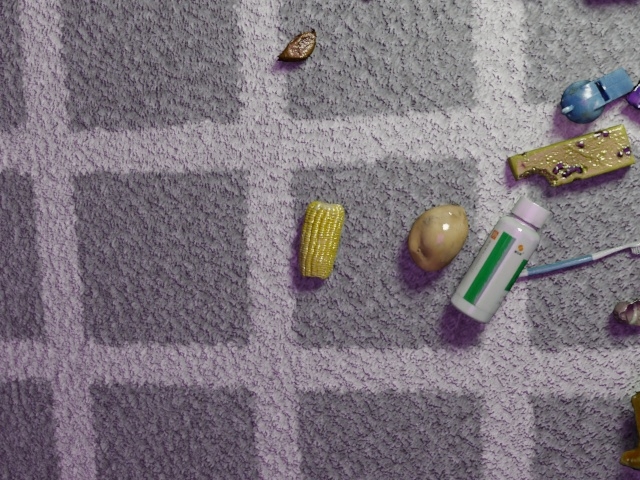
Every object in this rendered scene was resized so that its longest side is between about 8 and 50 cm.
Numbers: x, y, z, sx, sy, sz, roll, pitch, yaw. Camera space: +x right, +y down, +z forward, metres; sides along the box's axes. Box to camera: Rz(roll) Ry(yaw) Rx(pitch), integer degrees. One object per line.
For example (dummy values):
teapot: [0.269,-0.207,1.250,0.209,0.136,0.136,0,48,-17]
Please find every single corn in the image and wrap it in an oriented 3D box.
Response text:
corn: [0.000,0.000,1.532,0.085,0.063,0.165,5,101,-14]

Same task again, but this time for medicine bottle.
medicine bottle: [0.362,0.038,1.449,0.095,0.095,0.260,31,103,6]

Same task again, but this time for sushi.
sushi: [-0.044,-0.397,1.500,0.099,0.047,0.050,-30,103,-4]

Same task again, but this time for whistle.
whistle: [0.519,-0.273,1.396,0.158,0.090,0.090,-26,92,-26]

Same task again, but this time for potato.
potato: [0.240,-0.005,1.463,0.112,0.112,0.147,30,108,6]

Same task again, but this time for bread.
bread: [0.490,-0.156,1.422,0.226,0.049,0.088,-17,94,13]

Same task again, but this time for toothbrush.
toothbrush: [0.525,0.042,1.456,0.276,0.019,0.025,-15,102,12]

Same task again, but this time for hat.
hat: [0.620,0.141,1.444,0.087,0.042,0.058,-15,104,-21]

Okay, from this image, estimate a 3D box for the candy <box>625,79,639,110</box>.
candy: [0.720,-0.229,1.359,0.275,0.070,0.145,44,96,6]

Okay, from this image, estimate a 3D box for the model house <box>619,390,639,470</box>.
model house: [0.741,0.336,1.396,0.268,0.173,0.239,4,85,-20]
